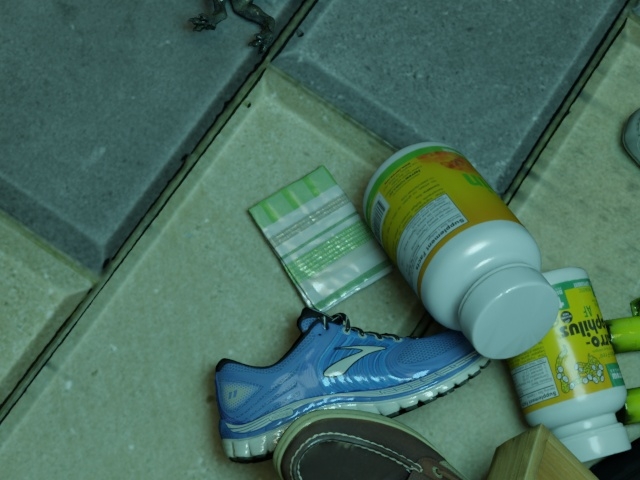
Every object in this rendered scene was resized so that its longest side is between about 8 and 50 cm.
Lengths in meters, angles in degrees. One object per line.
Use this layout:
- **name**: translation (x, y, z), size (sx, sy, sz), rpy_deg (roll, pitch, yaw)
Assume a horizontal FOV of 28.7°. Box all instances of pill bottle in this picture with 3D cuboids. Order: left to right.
- **pill bottle**: translation (0.153, 0.011, 1.354), size (0.136, 0.136, 0.245), rpy_deg (-20, 43, -12)
- **pill bottle**: translation (0.273, 0.144, 1.401), size (0.118, 0.117, 0.208), rpy_deg (-13, 77, -11)

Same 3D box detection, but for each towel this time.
- **towel**: translation (0.000, 0.000, 1.457), size (0.113, 0.023, 0.152), rpy_deg (-30, 79, -16)

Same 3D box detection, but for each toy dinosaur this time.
- **toy dinosaur**: translation (-0.099, -0.295, 1.503), size (0.268, 0.064, 0.118), rpy_deg (8, 68, -9)

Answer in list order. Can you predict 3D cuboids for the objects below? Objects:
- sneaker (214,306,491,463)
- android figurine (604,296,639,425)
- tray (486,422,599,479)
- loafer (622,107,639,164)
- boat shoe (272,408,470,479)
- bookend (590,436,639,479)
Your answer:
- **sneaker**: translation (0.039, 0.130, 1.370), size (0.330, 0.130, 0.147), rpy_deg (-16, 80, -11)
- **android figurine**: translation (0.468, 0.136, 1.463), size (0.273, 0.056, 0.248), rpy_deg (-6, 76, -7)
- **tray**: translation (0.209, 0.383, 1.169), size (0.203, 0.076, 0.411), rpy_deg (45, 39, -11)
- **loafer**: translation (0.521, -0.086, 1.498), size (0.320, 0.111, 0.112), rpy_deg (21, 73, -1)
- **boat shoe**: translation (0.109, 0.284, 1.280), size (0.342, 0.123, 0.123), rpy_deg (35, 93, -22)
- **bookend**: translation (0.408, 0.283, 1.381), size (0.157, 0.072, 0.156), rpy_deg (-35, 93, 13)
